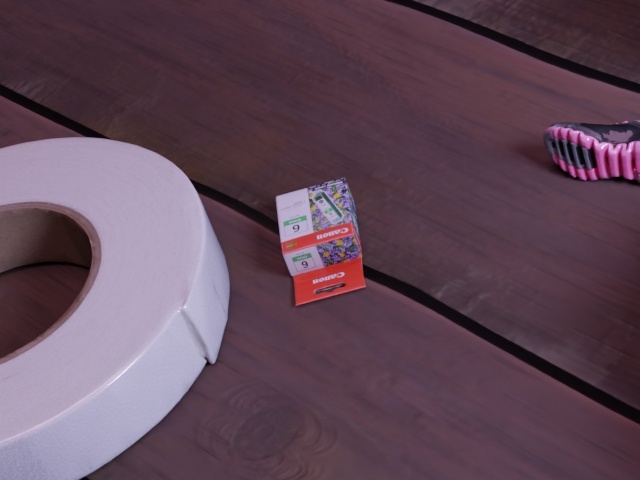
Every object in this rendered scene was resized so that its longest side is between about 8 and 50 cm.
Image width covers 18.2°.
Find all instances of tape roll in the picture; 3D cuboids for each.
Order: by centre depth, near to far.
[{"bbox_3d":[-0.266,0.063,1.657,0.392,0.072,0.392,-13,39,11],"label":"tape roll"}]

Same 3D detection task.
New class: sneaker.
[{"bbox_3d":[0.240,-0.078,1.614,0.119,0.047,0.057,13,43,26],"label":"sneaker"}]

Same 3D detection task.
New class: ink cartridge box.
[{"bbox_3d":[0.000,0.000,1.640,0.063,0.029,0.115,-16,39,7],"label":"ink cartridge box"}]
